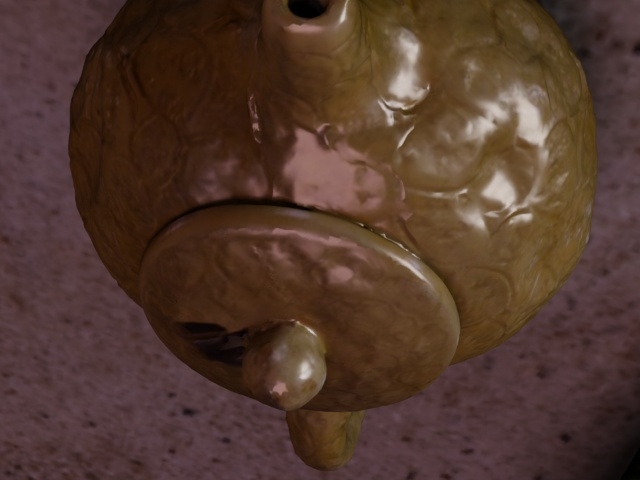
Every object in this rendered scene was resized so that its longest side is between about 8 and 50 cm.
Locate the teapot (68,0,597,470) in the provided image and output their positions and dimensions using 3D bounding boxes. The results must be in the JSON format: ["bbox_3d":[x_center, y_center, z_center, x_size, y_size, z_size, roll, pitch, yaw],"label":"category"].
[{"bbox_3d":[0.000,0.000,0.605,0.203,0.167,0.311,9,144,7],"label":"teapot"}]

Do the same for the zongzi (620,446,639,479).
[{"bbox_3d":[0.196,0.197,0.762,0.319,0.362,0.383,6,174,10],"label":"zongzi"}]
